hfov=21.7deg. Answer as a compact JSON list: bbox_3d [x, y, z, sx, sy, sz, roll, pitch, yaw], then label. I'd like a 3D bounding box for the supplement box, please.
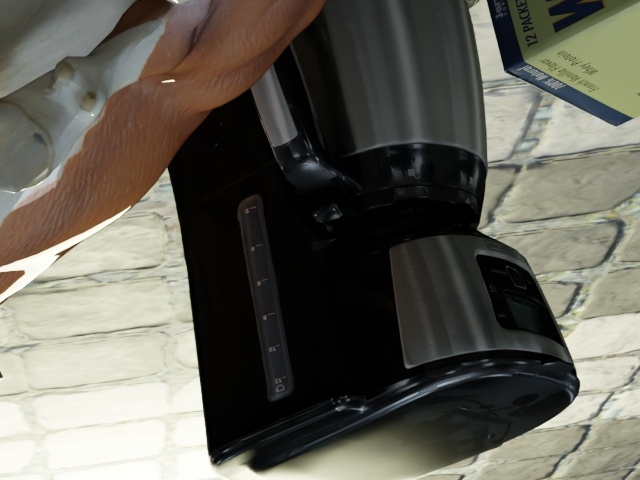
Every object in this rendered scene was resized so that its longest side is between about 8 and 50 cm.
[{"bbox_3d":[0.115,-0.091,0.601,0.083,0.056,0.083,-26,153,32],"label":"supplement box"}]

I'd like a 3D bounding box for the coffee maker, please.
[{"bbox_3d":[0.000,0.000,0.607,0.120,0.178,0.171,4,153,-30],"label":"coffee maker"}]

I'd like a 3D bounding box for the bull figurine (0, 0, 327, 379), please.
[{"bbox_3d":[-0.116,-0.022,0.503,0.310,0.101,0.188,-45,178,19],"label":"bull figurine"}]
